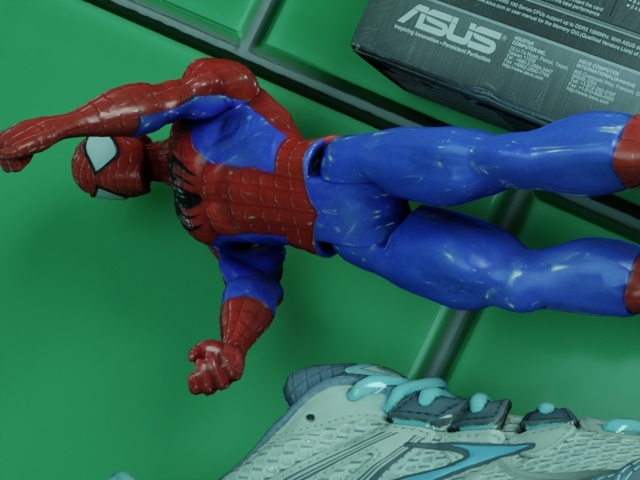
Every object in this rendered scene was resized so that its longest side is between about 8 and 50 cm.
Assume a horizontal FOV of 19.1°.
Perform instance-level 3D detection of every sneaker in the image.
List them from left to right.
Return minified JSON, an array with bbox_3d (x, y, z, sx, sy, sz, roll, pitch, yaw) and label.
[{"bbox_3d":[0.039,0.082,0.598,0.283,0.110,0.122,-20,57,14],"label":"sneaker"}]

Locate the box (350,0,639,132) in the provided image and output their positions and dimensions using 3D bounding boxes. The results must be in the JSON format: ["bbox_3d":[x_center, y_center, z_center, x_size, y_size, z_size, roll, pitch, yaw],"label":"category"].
[{"bbox_3d":[0.148,-0.101,0.614,0.231,0.056,0.183,23,87,26],"label":"box"}]

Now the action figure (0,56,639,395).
[{"bbox_3d":[0.000,0.000,0.595,0.280,0.139,0.091,11,118,41],"label":"action figure"}]
